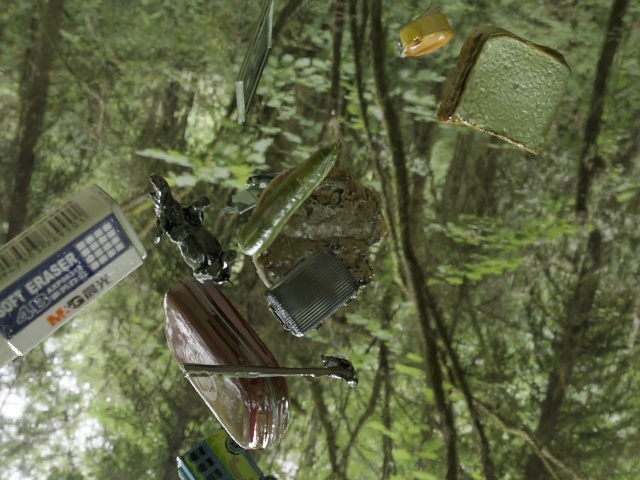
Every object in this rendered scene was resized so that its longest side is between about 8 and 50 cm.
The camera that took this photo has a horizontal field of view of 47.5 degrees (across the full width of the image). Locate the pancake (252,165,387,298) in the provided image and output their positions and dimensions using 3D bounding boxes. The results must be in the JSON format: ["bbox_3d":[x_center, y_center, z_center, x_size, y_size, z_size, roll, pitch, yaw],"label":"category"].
[{"bbox_3d":[0.001,0.000,1.836,0.382,0.382,0.071,8,-177,-26],"label":"pancake"}]

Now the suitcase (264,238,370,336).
[{"bbox_3d":[-0.009,0.066,0.982,0.086,0.126,0.059,52,165,-3],"label":"suitcase"}]

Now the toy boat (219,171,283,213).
[{"bbox_3d":[-0.175,-0.121,2.097,0.221,0.067,0.291,17,-146,30],"label":"toy boat"}]

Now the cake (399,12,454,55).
[{"bbox_3d":[0.167,-0.324,1.152,0.084,0.044,0.084,-20,178,-1],"label":"cake"}]

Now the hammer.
[{"bbox_3d":[-0.087,0.223,1.245,0.297,0.027,0.125,1,-172,-12],"label":"hammer"}]

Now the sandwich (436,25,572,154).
[{"bbox_3d":[0.397,-0.326,1.567,0.251,0.226,0.087,14,-165,-23],"label":"sandwich"}]

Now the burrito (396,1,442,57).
[{"bbox_3d":[0.241,-0.518,1.784,0.042,0.171,0.051,32,160,38],"label":"burrito"}]

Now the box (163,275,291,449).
[{"bbox_3d":[-0.204,0.251,1.522,0.108,0.263,0.404,-22,-134,-30],"label":"box"}]

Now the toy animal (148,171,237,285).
[{"bbox_3d":[-0.246,-0.012,1.347,0.115,0.245,0.146,-24,-179,-17],"label":"toy animal"}]

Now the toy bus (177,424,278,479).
[{"bbox_3d":[-0.229,0.669,1.953,0.190,0.152,0.312,-33,-111,-26],"label":"toy bus"}]

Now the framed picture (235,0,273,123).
[{"bbox_3d":[-0.092,-0.255,1.034,0.011,0.142,0.183,18,170,-2],"label":"framed picture"}]

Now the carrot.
[{"bbox_3d":[-0.069,-0.086,1.542,0.074,0.358,0.074,24,-138,-24],"label":"carrot"}]

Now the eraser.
[{"bbox_3d":[-0.388,0.053,1.015,0.081,0.279,0.124,36,156,35],"label":"eraser"}]
